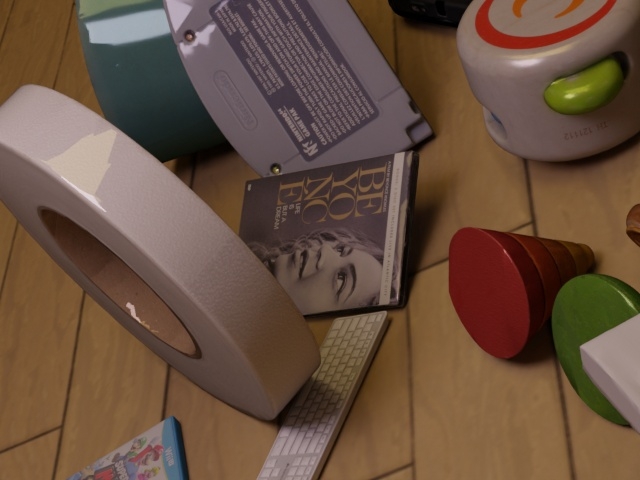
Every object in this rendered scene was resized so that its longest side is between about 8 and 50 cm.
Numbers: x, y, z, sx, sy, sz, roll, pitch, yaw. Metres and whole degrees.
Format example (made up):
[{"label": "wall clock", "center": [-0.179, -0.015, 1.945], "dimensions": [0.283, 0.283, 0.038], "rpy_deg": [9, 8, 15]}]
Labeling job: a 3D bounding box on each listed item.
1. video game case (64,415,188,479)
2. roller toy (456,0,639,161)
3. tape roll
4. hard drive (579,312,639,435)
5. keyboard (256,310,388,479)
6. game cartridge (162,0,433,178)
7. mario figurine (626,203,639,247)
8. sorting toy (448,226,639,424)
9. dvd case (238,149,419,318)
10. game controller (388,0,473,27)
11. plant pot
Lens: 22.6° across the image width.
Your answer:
[{"label": "video game case", "center": [-0.206, 0.255, 1.587], "dimensions": [0.166, 0.015, 0.119], "rpy_deg": [-31, 33, 9]}, {"label": "roller toy", "center": [0.242, -0.177, 1.576], "dimensions": [0.191, 0.146, 0.209], "rpy_deg": [8, 48, 37]}, {"label": "tape roll", "center": [-0.166, 0.016, 1.503], "dimensions": [0.072, 0.392, 0.392], "rpy_deg": [-48, 34, -16]}, {"label": "hard drive", "center": [0.371, 0.074, 1.140], "dimensions": [0.307, 0.040, 0.203], "rpy_deg": [-27, 45, -11]}, {"label": "keyboard", "center": [-0.007, 0.169, 1.506], "dimensions": [0.072, 0.014, 0.256], "rpy_deg": [-6, 44, 39]}, {"label": "game cartridge", "center": [-0.036, -0.187, 1.745], "dimensions": [0.196, 0.294, 0.060], "rpy_deg": [-33, 2, 3]}, {"label": "mario figurine", "center": [0.375, -0.127, 1.360], "dimensions": [0.198, 0.170, 0.320], "rpy_deg": [28, 74, 18]}, {"label": "sorting toy", "center": [0.262, 0.065, 1.332], "dimensions": [0.126, 0.127, 0.365], "rpy_deg": [-19, 27, -29]}, {"label": "dvd case", "center": [0.000, 0.000, 1.648], "dimensions": [0.221, 0.018, 0.164], "rpy_deg": [-8, 65, 36]}, {"label": "game controller", "center": [0.215, -0.303, 1.849], "dimensions": [0.166, 0.067, 0.319], "rpy_deg": [-34, 31, -22]}, {"label": "plant pot", "center": [-0.125, -0.253, 1.907], "dimensions": [0.235, 0.293, 0.293], "rpy_deg": [-10, 39, 13]}]
